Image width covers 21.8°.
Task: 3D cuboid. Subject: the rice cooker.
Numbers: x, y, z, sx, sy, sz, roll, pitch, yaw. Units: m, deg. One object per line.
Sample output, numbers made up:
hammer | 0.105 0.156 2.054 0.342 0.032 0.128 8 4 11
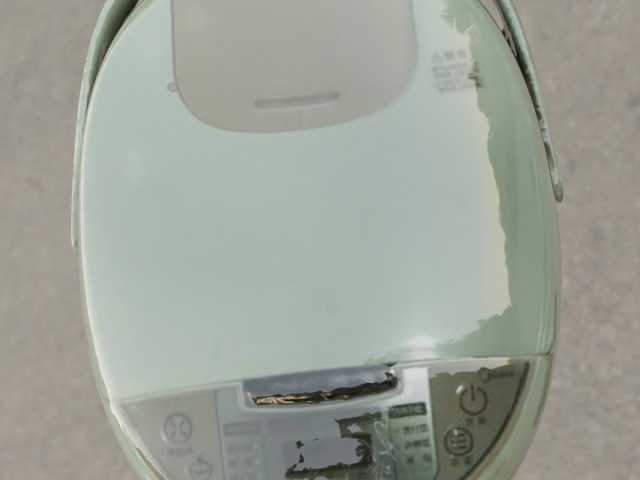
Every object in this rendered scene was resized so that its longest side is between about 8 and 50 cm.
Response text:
rice cooker | 0.000 0.000 0.502 0.127 0.145 0.206 79 -175 -63
